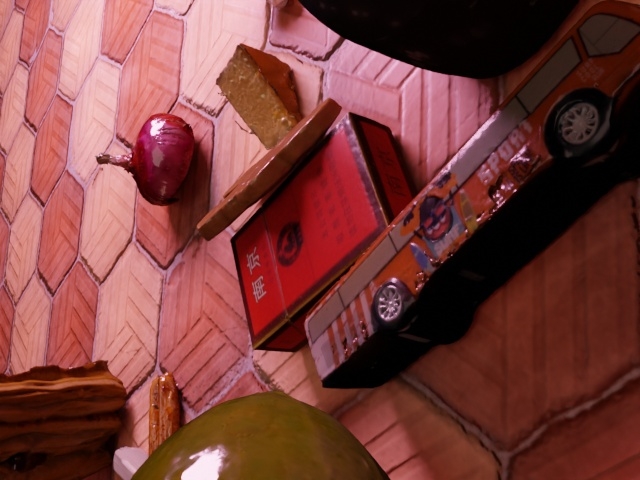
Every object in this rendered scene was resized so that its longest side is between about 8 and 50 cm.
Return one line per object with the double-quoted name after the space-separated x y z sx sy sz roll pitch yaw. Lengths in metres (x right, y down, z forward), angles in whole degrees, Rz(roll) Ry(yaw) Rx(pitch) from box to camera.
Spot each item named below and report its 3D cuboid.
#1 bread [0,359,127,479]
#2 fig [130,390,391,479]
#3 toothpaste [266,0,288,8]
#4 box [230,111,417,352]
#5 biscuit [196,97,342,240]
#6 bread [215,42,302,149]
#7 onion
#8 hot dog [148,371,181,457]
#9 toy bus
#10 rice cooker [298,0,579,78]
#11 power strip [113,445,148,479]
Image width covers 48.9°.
-0.507 0.312 1.140 0.370 0.314 0.192 -17 77 43 "bread"
-0.049 0.276 0.603 0.316 0.316 0.316 -16 69 49 "fig"
-0.088 -0.385 0.994 0.052 0.033 0.218 -50 42 24 "toothpaste"
-0.001 0.000 0.758 0.240 0.074 0.153 -44 53 37 "box"
-0.058 -0.085 0.823 0.236 0.040 0.144 -33 23 42 "biscuit"
-0.081 -0.174 0.892 0.084 0.080 0.109 -40 51 40 "bread"
-0.267 -0.126 1.064 0.150 0.140 0.150 -171 90 -69 "onion"
-0.219 0.257 0.995 0.062 0.038 0.144 -31 56 47 "hot dog"
0.132 -0.012 0.581 0.409 0.093 0.092 -49 46 31 "toy bus"
0.088 -0.277 0.592 0.267 0.224 0.267 -18 68 50 "rice cooker"
-0.247 0.339 1.002 0.191 0.047 0.030 12 96 53 "power strip"
